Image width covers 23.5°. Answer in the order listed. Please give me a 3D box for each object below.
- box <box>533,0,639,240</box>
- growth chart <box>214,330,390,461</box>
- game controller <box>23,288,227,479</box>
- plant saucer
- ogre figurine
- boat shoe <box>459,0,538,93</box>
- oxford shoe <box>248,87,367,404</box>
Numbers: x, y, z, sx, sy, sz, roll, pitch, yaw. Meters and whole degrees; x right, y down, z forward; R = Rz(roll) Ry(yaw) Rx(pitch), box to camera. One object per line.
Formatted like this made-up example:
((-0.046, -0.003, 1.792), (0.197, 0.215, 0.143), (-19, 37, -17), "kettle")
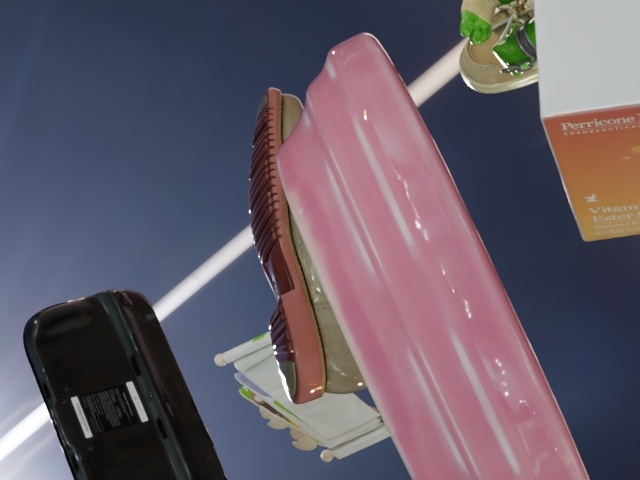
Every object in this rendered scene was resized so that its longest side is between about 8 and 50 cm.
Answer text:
((0.197, -0.078, 0.865), (0.170, 0.130, 0.091), (52, -145, -61), "box")
((-0.020, 0.192, 1.886), (0.237, 0.172, 0.021), (43, -133, -26), "growth chart")
((-0.231, 0.200, 1.807), (0.067, 0.166, 0.319), (103, 145, -58), "game controller")
((0.062, 0.047, 0.879), (0.332, 0.084, 0.332), (-24, -90, -88), "plant saucer")
((0.154, -0.230, 1.193), (0.097, 0.118, 0.197), (-21, -82, -53), "ogre figurine")
((0.269, -0.269, 1.687), (0.104, 0.285, 0.089), (57, -177, 33), "boat shoe")
((0.000, 0.000, 1.665), (0.123, 0.130, 0.348), (131, 131, -72), "oxford shoe")
